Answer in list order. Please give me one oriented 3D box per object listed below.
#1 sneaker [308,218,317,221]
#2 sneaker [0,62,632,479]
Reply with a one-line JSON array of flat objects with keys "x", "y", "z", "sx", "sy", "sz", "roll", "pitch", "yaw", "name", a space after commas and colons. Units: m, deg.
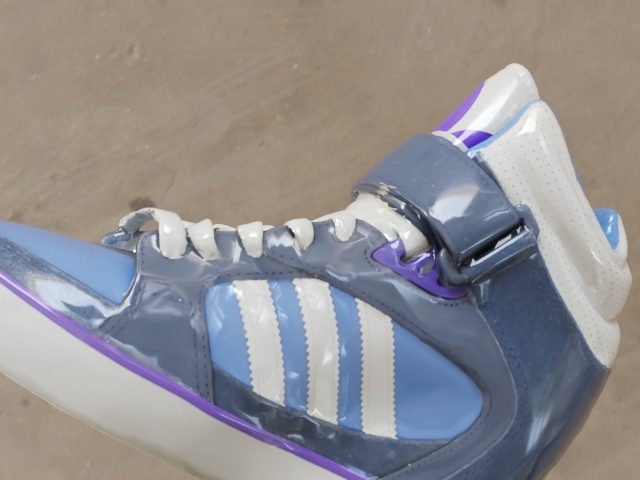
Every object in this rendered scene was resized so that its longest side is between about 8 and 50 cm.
[{"x": 0.073, "y": 0.030, "z": 1.040, "sx": 0.211, "sy": 0.080, "sz": 0.081, "roll": 0, "pitch": 72, "yaw": 11, "name": "sneaker"}, {"x": 0.000, "y": 0.000, "z": 0.557, "sx": 0.322, "sy": 0.130, "sz": 0.236, "roll": 30, "pitch": 83, "yaw": -18, "name": "sneaker"}]
